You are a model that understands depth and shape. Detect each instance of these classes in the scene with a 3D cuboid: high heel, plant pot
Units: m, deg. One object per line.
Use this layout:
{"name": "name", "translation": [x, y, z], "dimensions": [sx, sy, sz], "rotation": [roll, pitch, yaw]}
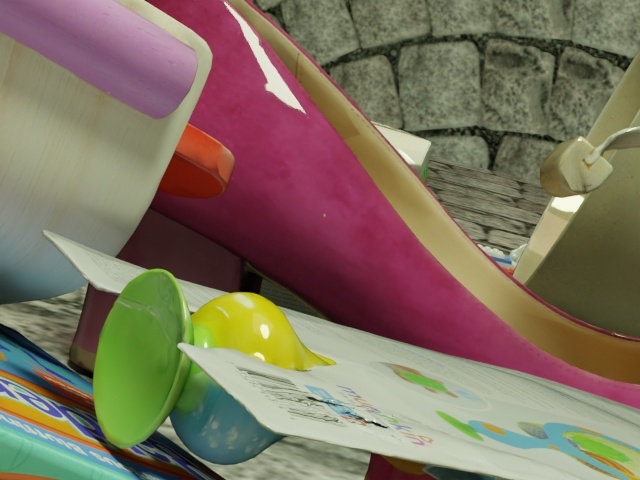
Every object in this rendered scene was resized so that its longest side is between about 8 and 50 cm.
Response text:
{"name": "high heel", "translation": [0.086, 0.007, 0.706], "dimensions": [0.377, 0.181, 0.127], "rotation": [13, 8, -3]}
{"name": "plant pot", "translation": [0.300, -0.004, 1.064], "dimensions": [0.274, 0.256, 0.256], "rotation": [30, 8, 1]}

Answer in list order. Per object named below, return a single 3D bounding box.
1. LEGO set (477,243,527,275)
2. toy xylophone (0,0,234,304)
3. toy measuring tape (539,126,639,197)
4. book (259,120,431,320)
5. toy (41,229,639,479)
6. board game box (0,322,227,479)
{"name": "LEGO set", "translation": [0.053, -0.002, 1.197], "dimensions": [0.182, 0.060, 0.244], "rotation": [20, 9, 19]}
{"name": "toy xylophone", "translation": [-0.193, -0.044, 0.565], "dimensions": [0.322, 0.081, 0.236], "rotation": [-2, -24, 44]}
{"name": "toy measuring tape", "translation": [0.265, -0.017, 0.721], "dimensions": [0.330, 0.121, 0.121], "rotation": [-11, 11, -6]}
{"name": "book", "translation": [0.000, 0.000, 0.821], "dimensions": [0.096, 0.144, 0.035], "rotation": [16, 46, 11]}
{"name": "toy", "translation": [0.044, 0.065, 0.453], "dimensions": [0.237, 0.056, 0.137], "rotation": [22, 5, -33]}
{"name": "board game box", "translation": [-0.112, 0.044, 0.447], "dimensions": [0.160, 0.047, 0.210], "rotation": [30, -3, -37]}
